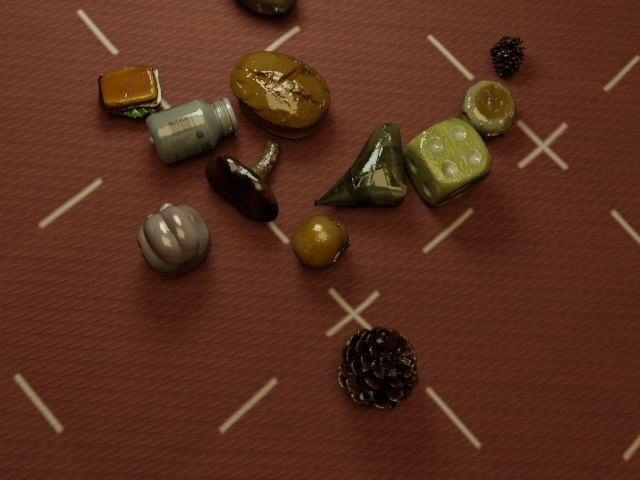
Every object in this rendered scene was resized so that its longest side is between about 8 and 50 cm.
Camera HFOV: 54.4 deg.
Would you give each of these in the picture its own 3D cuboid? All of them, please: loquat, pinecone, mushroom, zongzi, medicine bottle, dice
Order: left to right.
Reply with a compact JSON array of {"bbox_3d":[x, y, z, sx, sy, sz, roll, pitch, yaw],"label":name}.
[{"bbox_3d":[-0.327,-0.291,1.609,0.215,0.135,0.135,-21,78,-9],"label":"medicine bottle"},{"bbox_3d":[-0.155,-0.176,1.608,0.227,0.148,0.217,43,61,2],"label":"mushroom"},{"bbox_3d":[0.000,0.000,1.556,0.141,0.141,0.141,1,75,-4],"label":"loquat"},{"bbox_3d":[0.100,-0.193,1.631,0.242,0.112,0.221,-3,73,4],"label":"zongzi"},{"bbox_3d":[0.141,0.295,1.460,0.208,0.208,0.207,1,75,-4],"label":"pinecone"},{"bbox_3d":[0.325,-0.201,1.611,0.166,0.169,0.169,-26,79,-11],"label":"dice"},{"bbox_3d":[0.523,-0.518,1.753,0.102,0.102,0.109,10,102,-1],"label":"pinecone"}]

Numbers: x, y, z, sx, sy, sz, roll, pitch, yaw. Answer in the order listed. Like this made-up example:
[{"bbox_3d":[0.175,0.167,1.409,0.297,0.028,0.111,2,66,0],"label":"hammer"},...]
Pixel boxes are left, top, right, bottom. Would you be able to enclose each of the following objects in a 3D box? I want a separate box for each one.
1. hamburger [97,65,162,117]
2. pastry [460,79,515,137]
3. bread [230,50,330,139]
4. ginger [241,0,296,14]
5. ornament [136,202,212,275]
[{"bbox_3d":[-0.502,-0.385,1.647,0.166,0.087,0.137,-8,77,-5],"label":"hamburger"},{"bbox_3d":[0.461,-0.358,1.705,0.166,0.088,0.165,1,79,-4],"label":"pastry"},{"bbox_3d":[-0.106,-0.387,1.647,0.270,0.142,0.195,29,75,6],"label":"bread"},{"bbox_3d":[-0.148,-0.787,1.740,0.245,0.155,0.304,19,76,3],"label":"ginger"},{"bbox_3d":[-0.359,-0.006,1.515,0.177,0.177,0.177,1,75,-4],"label":"ornament"}]
